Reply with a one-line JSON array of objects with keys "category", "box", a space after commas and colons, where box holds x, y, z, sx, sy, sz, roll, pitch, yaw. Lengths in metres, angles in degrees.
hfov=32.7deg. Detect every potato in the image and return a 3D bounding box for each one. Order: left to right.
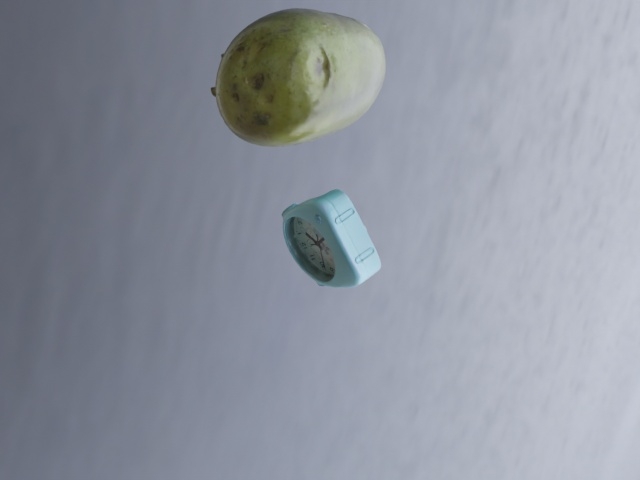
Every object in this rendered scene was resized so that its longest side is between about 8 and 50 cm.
[{"category": "potato", "box": [-0.024, -0.178, 1.196, 0.197, 0.149, 0.228, -33, 177, 36]}]

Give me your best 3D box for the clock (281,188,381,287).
[{"category": "clock", "box": [-0.001, 0.001, 1.241, 0.045, 0.147, 0.108, -33, 103, -29]}]
